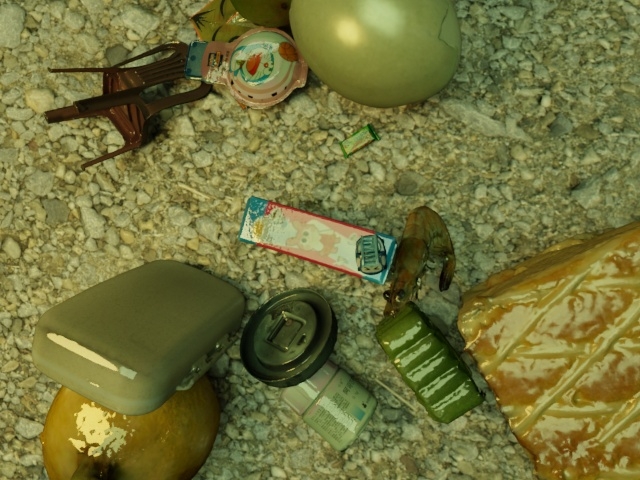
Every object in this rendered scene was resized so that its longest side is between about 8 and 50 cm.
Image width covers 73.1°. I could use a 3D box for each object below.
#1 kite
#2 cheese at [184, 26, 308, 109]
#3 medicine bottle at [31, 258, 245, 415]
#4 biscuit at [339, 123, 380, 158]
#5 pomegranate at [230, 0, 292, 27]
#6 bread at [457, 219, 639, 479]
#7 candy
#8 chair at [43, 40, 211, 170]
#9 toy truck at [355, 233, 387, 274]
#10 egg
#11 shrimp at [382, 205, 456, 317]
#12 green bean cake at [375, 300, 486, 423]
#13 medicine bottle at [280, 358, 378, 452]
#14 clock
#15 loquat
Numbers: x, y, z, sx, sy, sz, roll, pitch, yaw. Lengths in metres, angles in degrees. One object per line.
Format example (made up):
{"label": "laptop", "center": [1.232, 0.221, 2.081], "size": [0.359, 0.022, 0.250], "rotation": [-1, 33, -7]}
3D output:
{"label": "kite", "center": [-0.161, -0.494, 1.010], "size": [0.327, 0.013, 0.378], "rotation": [16, 90, 9]}
{"label": "cheese", "center": [-0.166, -0.389, 0.961], "size": [0.285, 0.074, 0.189], "rotation": [11, 87, 9]}
{"label": "medicine bottle", "center": [-0.317, 0.157, 0.827], "size": [0.282, 0.375, 0.123], "rotation": [21, 110, 10]}
{"label": "biscuit", "center": [0.084, -0.222, 0.959], "size": [0.089, 0.016, 0.046], "rotation": [-30, 84, 7]}
{"label": "pomegranate", "center": [-0.129, -0.633, 0.891], "size": [0.358, 0.216, 0.310], "rotation": [18, 81, 15]}
{"label": "bread", "center": [0.473, 0.190, 0.749], "size": [0.390, 0.279, 0.371], "rotation": [-30, 80, 9]}
{"label": "candy", "center": [0.000, 0.001, 0.894], "size": [0.305, 0.157, 0.100], "rotation": [18, 91, 9]}
{"label": "chair", "center": [-0.433, -0.326, 1.000], "size": [0.326, 0.183, 0.176], "rotation": [-31, 80, -38]}
{"label": "toy truck", "center": [0.087, 0.025, 0.753], "size": [0.056, 0.090, 0.073], "rotation": [-6, 88, 10]}
{"label": "egg", "center": [0.115, -0.398, 0.828], "size": [0.336, 0.278, 0.278], "rotation": [42, 95, 9]}
{"label": "shrimp", "center": [0.200, 0.060, 0.829], "size": [0.169, 0.296, 0.058], "rotation": [46, 139, -20]}
{"label": "green bean cake", "center": [0.202, 0.227, 0.831], "size": [0.113, 0.200, 0.214], "rotation": [-37, 82, 5]}
{"label": "medicine bottle", "center": [0.016, 0.328, 0.891], "size": [0.168, 0.135, 0.135], "rotation": [37, 94, 8]}
{"label": "clock", "center": [-0.065, 0.196, 0.890], "size": [0.214, 0.042, 0.215], "rotation": [-19, 42, 18]}
{"label": "loquat", "center": [-0.376, 0.375, 0.847], "size": [0.328, 0.359, 0.329], "rotation": [0, 97, 2]}
